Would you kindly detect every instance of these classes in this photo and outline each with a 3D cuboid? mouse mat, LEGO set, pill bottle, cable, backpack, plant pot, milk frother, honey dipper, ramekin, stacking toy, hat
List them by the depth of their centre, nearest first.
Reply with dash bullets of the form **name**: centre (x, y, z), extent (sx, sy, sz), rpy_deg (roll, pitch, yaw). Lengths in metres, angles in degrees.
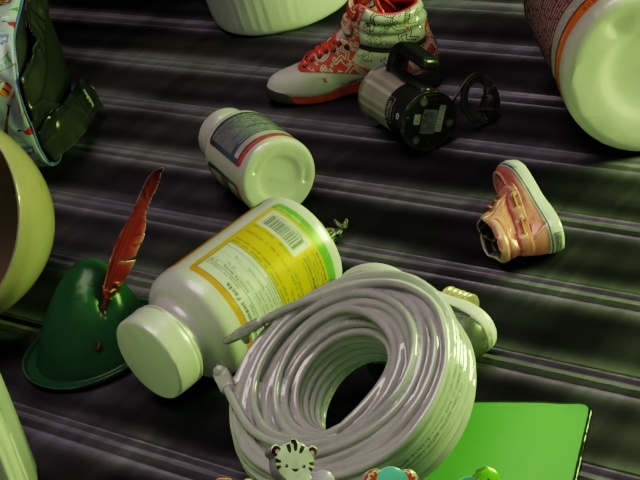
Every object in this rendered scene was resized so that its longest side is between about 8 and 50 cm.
- **stacking toy**: centre (0.024, 0.216, 1.327), extent (0.221, 0.052, 0.167), rpy_deg (5, -20, -22)
- **mouse mat**: centre (0.162, 0.204, 1.496), extent (0.189, 0.007, 0.153), rpy_deg (-1, 33, 21)
- **cable**: centre (0.029, 0.148, 1.507), extent (0.257, 0.089, 0.257), rpy_deg (-29, 41, 12)
- **pill bottle**: centre (-0.104, 0.067, 1.715), extent (0.136, 0.136, 0.245), rpy_deg (17, 43, 42)
- **honey dipper**: centre (0.113, 0.056, 1.746), extent (0.030, 0.030, 0.160), rpy_deg (-34, 33, -30)
- **hat**: centre (-0.281, 0.041, 1.791), extent (0.173, 0.184, 0.208), rpy_deg (5, 36, 32)
- **LEGO set**: centre (-0.001, -0.001, 1.904), extent (0.083, 0.023, 0.054), rpy_deg (-17, 25, 23)
- **plant pot**: centre (-0.445, -0.022, 1.934), extent (0.284, 0.284, 0.191), rpy_deg (-1, -2, 22)
- **pill bottle**: centre (0.390, -0.299, 2.018), extent (0.224, 0.224, 0.392), rpy_deg (-13, 31, 4)
- **pill bottle**: centre (-0.091, -0.112, 2.039), extent (0.108, 0.108, 0.180), rpy_deg (-25, 32, -16)
- **milk frother**: centre (0.150, -0.192, 2.095), extent (0.143, 0.129, 0.135), rpy_deg (19, 13, -32)
- **backpack**: centre (-0.464, -0.229, 2.269), extent (0.213, 0.277, 0.263), rpy_deg (-18, 36, 4)
- **ramekin**: centre (-0.075, -0.453, 2.575), extent (0.277, 0.135, 0.277), rpy_deg (-11, 30, 6)

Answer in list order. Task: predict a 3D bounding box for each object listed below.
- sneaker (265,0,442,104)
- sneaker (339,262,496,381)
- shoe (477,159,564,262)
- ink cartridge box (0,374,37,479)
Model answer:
- **sneaker**: centre (0.036, -0.285, 2.232), extent (0.270, 0.145, 0.090), rpy_deg (-3, 32, 20)
- **sneaker**: centre (0.069, 0.096, 1.647), extent (0.216, 0.079, 0.121), rpy_deg (16, 43, 42)
- **shoe**: centre (0.218, -0.036, 1.813), extent (0.081, 0.064, 0.178), rpy_deg (-14, 34, -8)
- **ink cartridge box**: centre (-0.426, 0.243, 1.507), extent (0.270, 0.198, 0.197), rpy_deg (-18, 29, -6)
